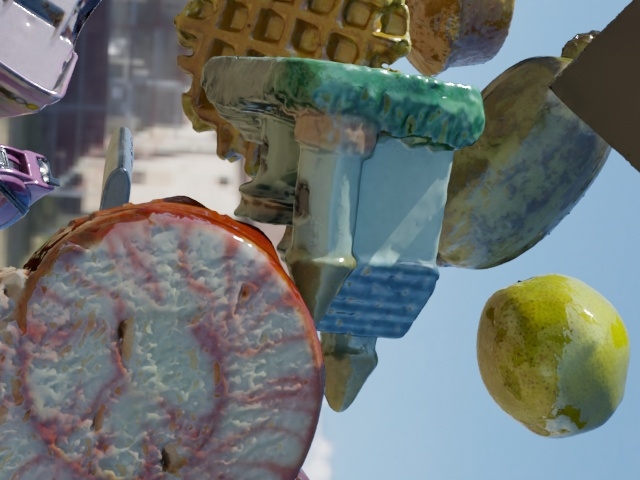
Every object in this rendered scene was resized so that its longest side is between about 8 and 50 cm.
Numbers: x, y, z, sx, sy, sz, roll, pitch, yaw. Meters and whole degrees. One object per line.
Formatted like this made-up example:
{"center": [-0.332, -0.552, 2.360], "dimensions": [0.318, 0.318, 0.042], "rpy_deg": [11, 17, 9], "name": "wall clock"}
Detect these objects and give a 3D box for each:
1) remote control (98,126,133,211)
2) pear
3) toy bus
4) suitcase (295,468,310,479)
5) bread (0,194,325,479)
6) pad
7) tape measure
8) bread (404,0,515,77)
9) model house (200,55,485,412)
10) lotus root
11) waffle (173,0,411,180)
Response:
{"center": [-0.305, -0.091, 2.326], "dimensions": [0.377, 0.044, 0.107], "rpy_deg": [-117, -137, -76], "name": "remote control"}
{"center": [0.278, 0.134, 1.832], "dimensions": [0.198, 0.198, 0.198], "rpy_deg": [-177, -90, -83], "name": "pear"}
{"center": [-0.195, -0.215, 1.144], "dimensions": [0.112, 0.090, 0.274], "rpy_deg": [-20, -137, 49], "name": "toy bus"}
{"center": [-0.103, 0.365, 1.841], "dimensions": [0.236, 0.161, 0.297], "rpy_deg": [40, -39, 52], "name": "suitcase"}
{"center": [-0.158, 0.126, 1.269], "dimensions": [0.295, 0.328, 0.114], "rpy_deg": [66, -13, -9], "name": "bread"}
{"center": [0.331, -0.155, 1.327], "dimensions": [0.243, 0.164, 0.004], "rpy_deg": [-46, -177, 35], "name": "pad"}
{"center": [-0.387, -0.061, 1.810], "dimensions": [0.118, 0.125, 0.074], "rpy_deg": [-37, -126, 24], "name": "tape measure"}
{"center": [0.181, -0.309, 2.036], "dimensions": [0.229, 0.143, 0.139], "rpy_deg": [100, -27, -48], "name": "bread"}
{"center": [0.000, 0.000, 1.441], "dimensions": [0.267, 0.194, 0.324], "rpy_deg": [-165, -100, -66], "name": "model house"}
{"center": [0.212, -0.096, 1.667], "dimensions": [0.309, 0.173, 0.173], "rpy_deg": [-48, -160, 14], "name": "lotus root"}
{"center": [-0.044, -0.236, 1.853], "dimensions": [0.068, 0.325, 0.302], "rpy_deg": [1, 64, -66], "name": "waffle"}
